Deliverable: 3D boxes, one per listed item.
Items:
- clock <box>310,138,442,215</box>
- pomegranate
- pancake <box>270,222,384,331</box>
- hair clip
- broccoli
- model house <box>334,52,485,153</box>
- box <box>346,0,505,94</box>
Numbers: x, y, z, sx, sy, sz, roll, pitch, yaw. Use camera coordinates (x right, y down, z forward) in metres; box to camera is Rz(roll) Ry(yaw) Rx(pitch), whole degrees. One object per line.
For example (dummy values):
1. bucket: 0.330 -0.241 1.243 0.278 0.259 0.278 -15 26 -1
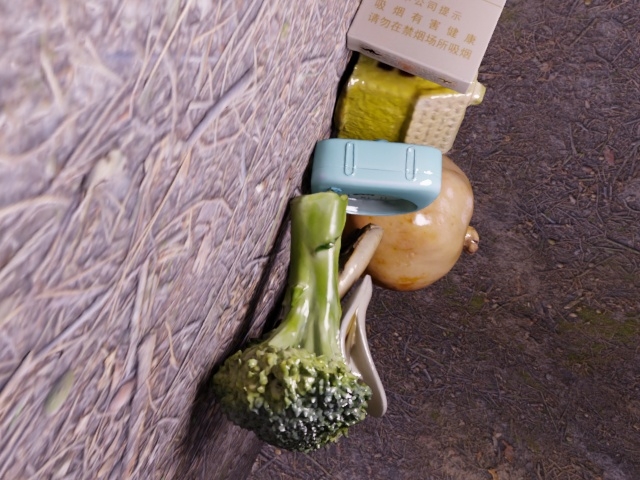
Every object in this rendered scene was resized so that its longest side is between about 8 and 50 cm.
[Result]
1. clock: 0.090 -0.109 1.193 0.274 0.223 0.094 121 -26 -81
2. pomegranate: 0.228 -0.055 1.701 0.411 0.411 0.412 22 90 -84
3. pancake: 0.008 0.103 1.430 0.382 0.071 0.382 -47 -178 2
4. hair clip: 0.043 0.226 1.213 0.172 0.113 0.282 130 -46 -53
5. broccoli: -0.025 0.141 1.019 0.353 0.274 0.397 48 -62 47
6. model house: 0.159 -0.247 1.155 0.193 0.234 0.175 98 16 -61
7. box: 0.203 -0.429 1.006 0.051 0.204 0.365 83 31 -80
